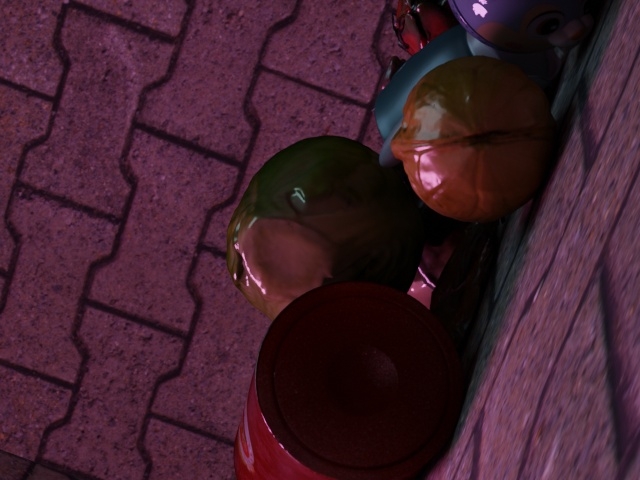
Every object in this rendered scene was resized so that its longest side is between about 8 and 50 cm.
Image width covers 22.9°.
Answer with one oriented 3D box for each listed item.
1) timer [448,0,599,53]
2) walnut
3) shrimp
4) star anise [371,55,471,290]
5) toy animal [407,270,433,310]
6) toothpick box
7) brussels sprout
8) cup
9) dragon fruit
[{"bbox_3d":[0.221,-0.250,1.512,0.255,0.175,0.175,32,104,61],"label":"timer"},{"bbox_3d":[0.146,-0.096,1.504,0.207,0.159,0.159,-124,53,-84],"label":"walnut"},{"bbox_3d":[0.161,0.039,1.693,0.190,0.042,0.101,-70,20,8],"label":"shrimp"},{"bbox_3d":[0.129,-0.084,1.924,0.315,0.108,0.315,-16,-90,-84],"label":"star anise"},{"bbox_3d":[0.108,-0.021,2.162,0.256,0.195,0.213,-67,5,-30],"label":"toy animal"},{"bbox_3d":[0.019,0.188,1.636,0.333,0.204,0.204,106,-176,-69],"label":"toothpick box"},{"bbox_3d":[0.000,0.000,1.712,0.219,0.210,0.271,-38,-3,14],"label":"brussels sprout"},{"bbox_3d":[0.172,-0.162,1.725,0.299,0.167,0.173,-32,-13,-49],"label":"cup"},{"bbox_3d":[0.180,-0.283,1.938,0.274,0.192,0.193,2,-59,-44],"label":"dragon fruit"}]
